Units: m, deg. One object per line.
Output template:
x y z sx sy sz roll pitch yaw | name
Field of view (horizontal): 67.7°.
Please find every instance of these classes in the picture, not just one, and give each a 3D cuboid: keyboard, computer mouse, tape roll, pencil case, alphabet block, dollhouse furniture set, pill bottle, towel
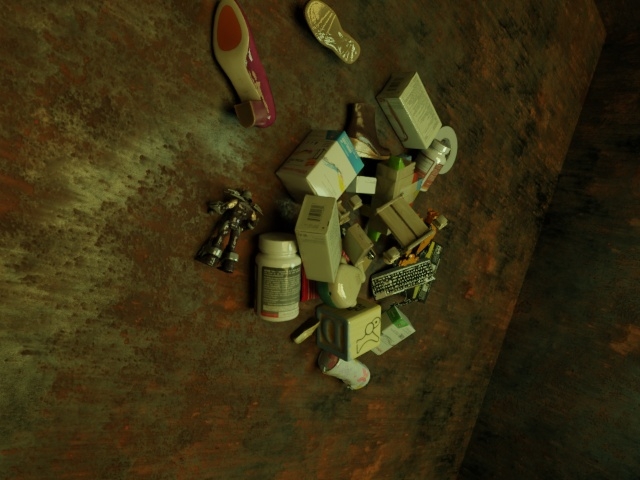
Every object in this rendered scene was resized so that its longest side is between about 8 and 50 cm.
0.386 0.212 2.184 0.317 0.033 0.202 -17 98 -14 | keyboard
0.148 -0.004 1.945 0.242 0.041 0.071 40 41 -26 | computer mouse
0.550 -0.425 2.233 0.219 0.072 0.219 -14 111 -41 | tape roll
0.103 0.555 2.071 0.124 0.113 0.273 -46 132 1 | pencil case
0.115 0.353 1.965 0.197 0.193 0.192 -15 114 -40 | alphabet block
0.247 -0.070 1.850 0.355 0.303 0.174 -31 166 -20 | dollhouse furniture set
-0.149 0.123 1.665 0.161 0.161 0.283 -9 109 -42 | pill bottle
0.030 0.132 1.912 0.274 0.031 0.199 -10 114 -38 | towel
0.473 -0.335 2.100 0.121 0.121 0.216 6 124 -44 | pill bottle

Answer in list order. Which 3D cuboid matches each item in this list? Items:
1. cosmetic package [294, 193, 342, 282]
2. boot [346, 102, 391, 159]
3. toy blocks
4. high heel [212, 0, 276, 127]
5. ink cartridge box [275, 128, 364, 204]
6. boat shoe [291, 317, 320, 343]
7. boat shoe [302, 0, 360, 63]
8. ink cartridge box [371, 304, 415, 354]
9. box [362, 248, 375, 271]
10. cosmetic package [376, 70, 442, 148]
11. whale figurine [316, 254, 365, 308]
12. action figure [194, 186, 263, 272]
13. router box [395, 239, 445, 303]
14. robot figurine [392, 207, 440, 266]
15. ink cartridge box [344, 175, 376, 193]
0.000 0.000 1.658 0.309 0.113 0.160 82 20 -54 | cosmetic package
0.205 -0.429 1.887 0.248 0.090 0.207 -2 106 -40 | boot
0.327 -0.205 2.004 0.261 0.190 0.381 -29 134 -45 | toy blocks
-0.224 -0.535 1.467 0.181 0.127 0.377 -43 130 -64 | high heel
-0.002 -0.251 1.686 0.233 0.171 0.168 -53 132 -20 | ink cartridge box
-0.056 0.362 1.908 0.135 0.050 0.045 -32 127 -21 | boat shoe
0.026 -0.714 1.632 0.285 0.092 0.103 24 104 -47 | boat shoe
0.300 0.412 2.171 0.208 0.087 0.153 -37 133 10 | ink cartridge box
0.146 0.065 2.029 0.164 0.021 0.201 -56 133 -16 | box
0.373 -0.538 1.990 0.153 0.129 0.296 -56 132 -18 | cosmetic package
0.083 0.161 1.878 0.272 0.141 0.216 -33 110 -57 | whale figurine
-0.289 -0.046 1.532 0.185 0.099 0.285 30 77 -37 | action figure
0.466 0.132 2.312 0.243 0.081 0.309 24 86 -44 | router box
0.409 -0.003 2.089 0.211 0.085 0.291 -8 137 -30 | robot figurine
0.122 -0.215 1.828 0.109 0.150 0.063 -2 99 -43 | ink cartridge box
